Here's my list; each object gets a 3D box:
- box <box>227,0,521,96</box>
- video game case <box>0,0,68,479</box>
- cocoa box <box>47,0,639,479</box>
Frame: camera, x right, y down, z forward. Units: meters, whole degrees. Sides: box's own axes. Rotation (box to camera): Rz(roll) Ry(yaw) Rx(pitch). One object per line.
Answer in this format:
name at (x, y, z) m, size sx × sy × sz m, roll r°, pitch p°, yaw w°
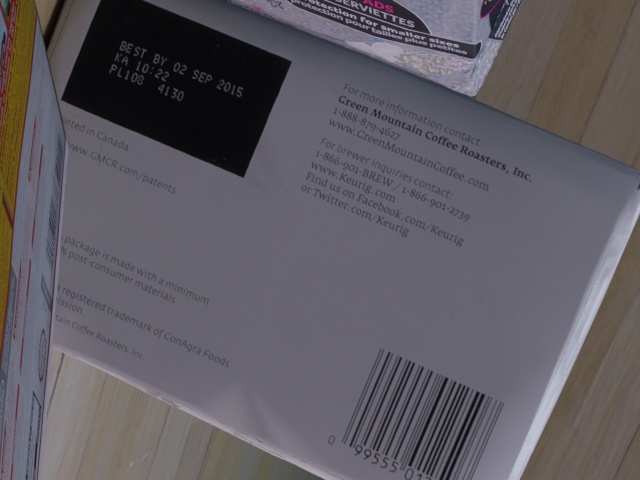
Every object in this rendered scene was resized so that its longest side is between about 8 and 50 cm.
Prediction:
box at (-0.006, -0.203, 0.684) m, size 0.142 × 0.247 × 0.163 m, roll 69°, pitch 45°, yaw -73°
video game case at (-0.119, -0.014, 0.470) m, size 0.285 × 0.025 × 0.204 m, roll 98°, pitch -8°, yaw -65°
cocoa box at (0.000, 0.000, 0.872) m, size 0.228 × 0.347 × 0.231 m, roll 3°, pitch 110°, yaw -79°
